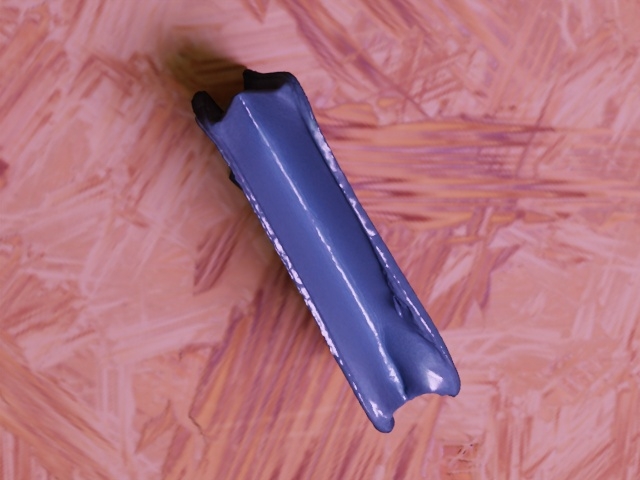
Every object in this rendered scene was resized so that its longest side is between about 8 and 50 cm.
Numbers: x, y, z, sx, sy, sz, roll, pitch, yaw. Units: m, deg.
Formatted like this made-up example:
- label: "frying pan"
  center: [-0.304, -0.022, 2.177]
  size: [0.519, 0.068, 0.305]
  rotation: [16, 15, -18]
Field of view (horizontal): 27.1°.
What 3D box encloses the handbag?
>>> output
- label: "handbag"
  center: [0.000, 0.000, 0.840]
  size: [0.062, 0.179, 0.229]
  rotation: [-30, 102, -2]
